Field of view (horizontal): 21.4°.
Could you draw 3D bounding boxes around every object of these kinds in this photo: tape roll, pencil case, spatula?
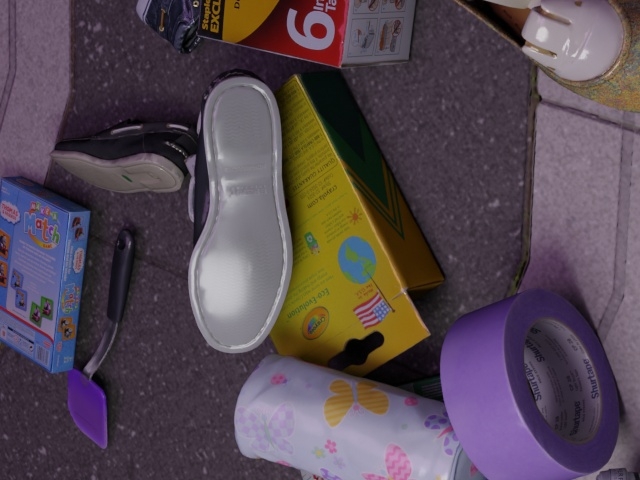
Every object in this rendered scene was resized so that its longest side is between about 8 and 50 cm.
[{"bbox_3d":[0.207,0.147,1.661,0.080,0.189,0.189,-24,83,38],"label":"tape roll"},{"bbox_3d":[0.043,0.206,1.763,0.273,0.113,0.124,13,134,27],"label":"pencil case"},{"bbox_3d":[-0.270,0.119,2.119,0.084,0.030,0.297,32,115,36],"label":"spatula"}]

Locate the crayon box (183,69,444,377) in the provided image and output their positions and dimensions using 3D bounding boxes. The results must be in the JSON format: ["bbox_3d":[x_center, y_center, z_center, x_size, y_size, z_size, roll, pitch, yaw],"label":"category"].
[{"bbox_3d":[0.000,0.000,1.862,0.202,0.081,0.319,-34,76,36],"label":"crayon box"}]

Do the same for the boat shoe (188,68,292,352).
[{"bbox_3d":[-0.085,-0.033,1.817,0.114,0.091,0.303,5,104,-8],"label":"boat shoe"}]

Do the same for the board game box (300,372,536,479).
[{"bbox_3d":[0.116,0.257,1.838,0.317,0.046,0.214,-17,88,38],"label":"board game box"}]

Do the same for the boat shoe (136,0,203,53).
[{"bbox_3d":[-0.142,-0.304,1.937,0.083,0.065,0.183,44,128,22],"label":"boat shoe"}]

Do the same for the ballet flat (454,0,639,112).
[{"bbox_3d":[0.206,-0.233,1.647,0.348,0.123,0.123,42,120,24],"label":"ballet flat"}]

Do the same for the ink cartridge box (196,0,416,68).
[{"bbox_3d":[-0.030,-0.359,1.797,0.271,0.130,0.310,16,107,36],"label":"ink cartridge box"}]

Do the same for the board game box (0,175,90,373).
[{"bbox_3d":[-0.361,0.041,2.156,0.160,0.039,0.212,24,113,44],"label":"board game box"}]

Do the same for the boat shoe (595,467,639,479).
[{"bbox_3d":[0.309,0.382,1.665,0.119,0.121,0.335,8,118,9],"label":"boat shoe"}]

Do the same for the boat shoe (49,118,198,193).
[{"bbox_3d":[-0.235,-0.106,2.042,0.233,0.084,0.079,2,61,44],"label":"boat shoe"}]
